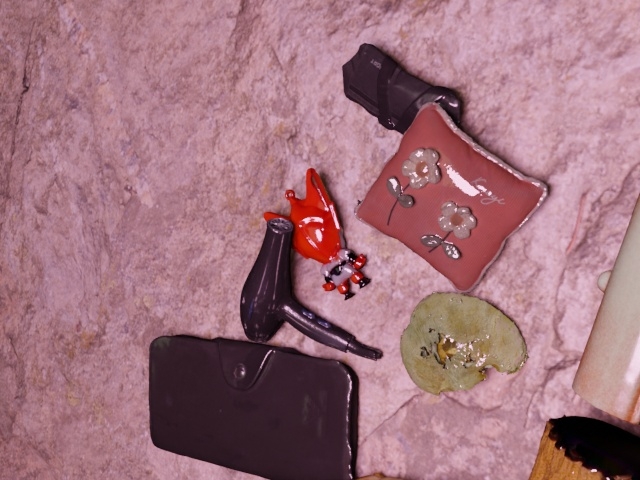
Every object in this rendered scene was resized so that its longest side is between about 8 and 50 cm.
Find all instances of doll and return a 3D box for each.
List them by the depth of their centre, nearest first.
[{"bbox_3d":[0.000,0.000,1.009,0.109,0.057,0.169,-42,71,31],"label":"doll"}]

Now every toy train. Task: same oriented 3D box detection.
[{"bbox_3d":[0.354,0.068,0.741,0.177,0.116,0.286,26,107,45],"label":"toy train"}]

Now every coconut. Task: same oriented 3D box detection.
[{"bbox_3d":[0.155,0.123,0.905,0.158,0.055,0.133,-35,73,29],"label":"coconut"}]

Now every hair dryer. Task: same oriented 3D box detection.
[{"bbox_3d":[-0.007,0.091,1.007,0.219,0.075,0.196,28,127,17],"label":"hair dryer"}]

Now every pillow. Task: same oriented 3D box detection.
[{"bbox_3d":[0.146,-0.045,0.883,0.179,0.075,0.171,38,116,12],"label":"pillow"}]

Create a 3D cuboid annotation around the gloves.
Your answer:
[{"bbox_3d":[0.258,0.344,0.750,0.203,0.155,0.357,28,129,54],"label":"gloves"}]

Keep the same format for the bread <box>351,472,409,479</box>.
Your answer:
[{"bbox_3d":[0.037,0.431,0.830,0.207,0.278,0.279,-19,78,57],"label":"bread"}]

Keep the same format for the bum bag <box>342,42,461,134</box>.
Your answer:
[{"bbox_3d":[0.103,-0.178,0.943,0.197,0.049,0.087,40,136,27],"label":"bum bag"}]

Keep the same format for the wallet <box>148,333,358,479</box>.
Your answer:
[{"bbox_3d":[-0.103,0.244,1.091,0.377,0.051,0.197,4,94,33],"label":"wallet"}]
